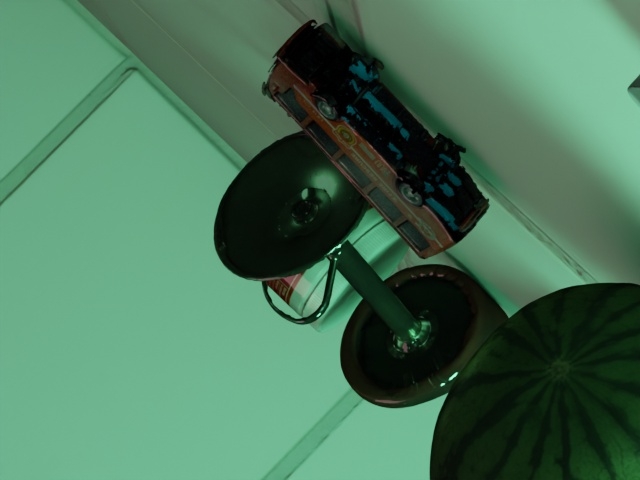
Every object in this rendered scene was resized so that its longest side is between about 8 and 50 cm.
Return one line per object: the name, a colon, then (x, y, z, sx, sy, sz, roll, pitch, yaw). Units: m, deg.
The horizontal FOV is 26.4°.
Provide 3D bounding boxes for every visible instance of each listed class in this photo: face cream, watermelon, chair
face cream: (0.000, 0.000, 1.968, 0.187, 0.201, 0.201, 43, 176, 14)
watermelon: (0.230, 0.189, 0.992, 0.359, 0.279, 0.279, 46, 177, -41)
chair: (0.067, 0.059, 1.713, 0.401, 0.226, 0.226, 47, 176, -41)

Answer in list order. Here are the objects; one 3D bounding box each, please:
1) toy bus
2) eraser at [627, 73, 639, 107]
toy bus: (0.047, -0.088, 1.223, 0.235, 0.073, 0.096, 46, 150, -3)
eraser: (0.188, -0.058, 0.631, 0.065, 0.026, 0.105, 43, 177, -14)
